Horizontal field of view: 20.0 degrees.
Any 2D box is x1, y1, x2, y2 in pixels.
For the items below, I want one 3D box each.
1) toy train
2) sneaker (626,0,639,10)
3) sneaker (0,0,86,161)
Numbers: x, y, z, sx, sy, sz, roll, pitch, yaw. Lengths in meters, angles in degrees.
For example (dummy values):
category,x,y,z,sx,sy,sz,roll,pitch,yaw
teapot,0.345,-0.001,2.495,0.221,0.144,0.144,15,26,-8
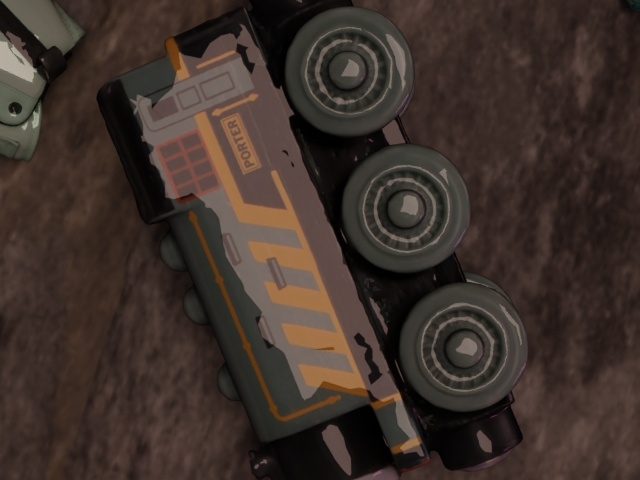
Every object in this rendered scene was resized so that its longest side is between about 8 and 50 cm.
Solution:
category,x,y,z,sx,sy,sz,roll,pitch,yaw
toy train,0.000,0.000,1.111,0.190,0.142,0.334,-22,93,4
sneaker,0.265,-0.213,1.185,0.166,0.065,0.076,-23,87,-9
sneaker,-0.256,-0.073,1.095,0.151,0.094,0.256,42,84,-7
